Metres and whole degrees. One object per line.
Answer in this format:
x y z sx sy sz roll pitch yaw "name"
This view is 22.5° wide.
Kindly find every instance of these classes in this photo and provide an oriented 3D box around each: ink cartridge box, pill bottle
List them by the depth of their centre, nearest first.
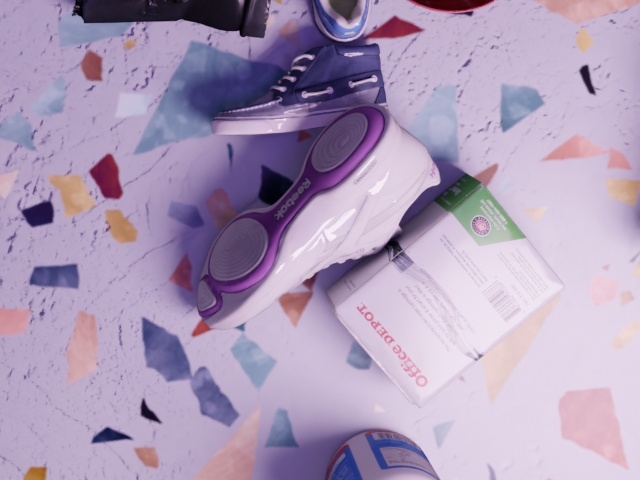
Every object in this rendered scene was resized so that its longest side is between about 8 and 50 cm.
0.077 0.289 1.701 0.124 0.221 0.124 -1 101 -6 "pill bottle"
0.131 0.053 1.732 0.208 0.087 0.153 -39 103 1 "ink cartridge box"

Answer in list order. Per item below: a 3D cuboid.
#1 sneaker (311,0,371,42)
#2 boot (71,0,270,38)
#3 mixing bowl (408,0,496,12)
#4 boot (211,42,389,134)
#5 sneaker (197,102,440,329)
0.019 -0.308 1.654 0.080 0.081 0.211 -12 100 -3 "sneaker"
-0.142 -0.320 1.606 0.207 0.094 0.246 6 121 -10 "boot"
0.127 -0.326 1.654 0.181 0.098 0.181 -1 100 -7 "mixing bowl"
-0.025 -0.158 1.691 0.190 0.069 0.086 -7 94 -14 "boot"
0.000 0.000 1.691 0.305 0.114 0.152 -43 133 17 "sneaker"
